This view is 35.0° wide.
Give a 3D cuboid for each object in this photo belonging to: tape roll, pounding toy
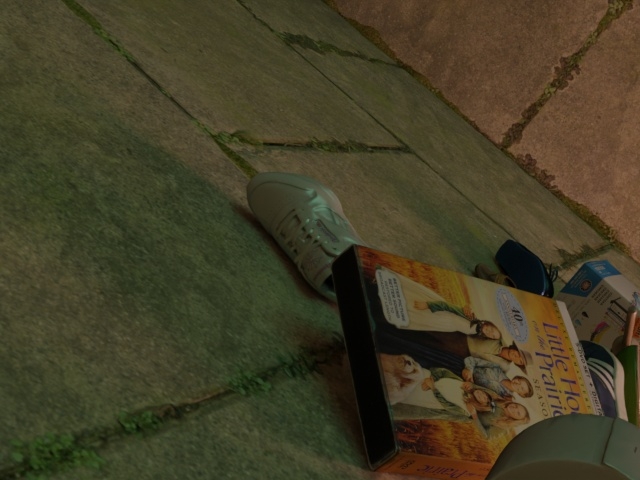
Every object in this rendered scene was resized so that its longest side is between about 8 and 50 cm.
[{"bbox_3d":[0.286,0.329,1.116,0.246,0.246,0.169,41,19,12],"label":"tape roll"},{"bbox_3d":[0.545,0.264,1.913,0.183,0.110,0.236,60,32,-55],"label":"pounding toy"}]

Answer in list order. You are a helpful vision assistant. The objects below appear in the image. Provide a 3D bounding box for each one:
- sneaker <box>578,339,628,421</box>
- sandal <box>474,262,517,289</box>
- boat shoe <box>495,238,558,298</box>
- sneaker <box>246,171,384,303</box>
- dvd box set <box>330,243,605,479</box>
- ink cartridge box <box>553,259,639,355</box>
[{"bbox_3d":[0.432,0.242,1.746,0.148,0.131,0.350,39,19,-9],"label":"sneaker"},{"bbox_3d":[0.380,0.102,2.107,0.072,0.049,0.180,25,22,-31],"label":"sandal"},{"bbox_3d":[0.475,0.073,2.261,0.089,0.109,0.258,34,21,-21],"label":"boat shoe"},{"bbox_3d":[0.000,0.000,1.570,0.305,0.114,0.152,41,18,10],"label":"sneaker"},{"bbox_3d":[0.219,0.185,1.394,0.421,0.062,0.307,16,48,-33],"label":"dvd box set"},{"bbox_3d":[0.617,0.181,2.155,0.233,0.171,0.168,45,20,22],"label":"ink cartridge box"}]
